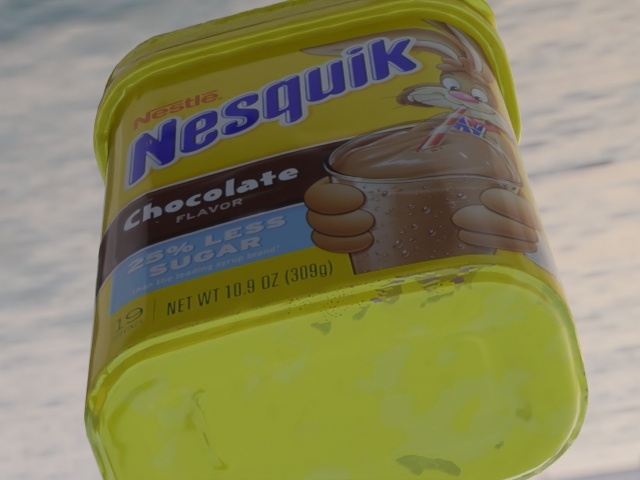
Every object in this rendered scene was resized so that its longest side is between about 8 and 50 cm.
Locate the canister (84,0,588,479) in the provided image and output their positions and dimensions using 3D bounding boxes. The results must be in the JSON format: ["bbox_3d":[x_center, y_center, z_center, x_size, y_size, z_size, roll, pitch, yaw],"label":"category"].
[{"bbox_3d":[0.000,0.000,0.522,0.126,0.073,0.170,-13,-151,4],"label":"canister"}]
